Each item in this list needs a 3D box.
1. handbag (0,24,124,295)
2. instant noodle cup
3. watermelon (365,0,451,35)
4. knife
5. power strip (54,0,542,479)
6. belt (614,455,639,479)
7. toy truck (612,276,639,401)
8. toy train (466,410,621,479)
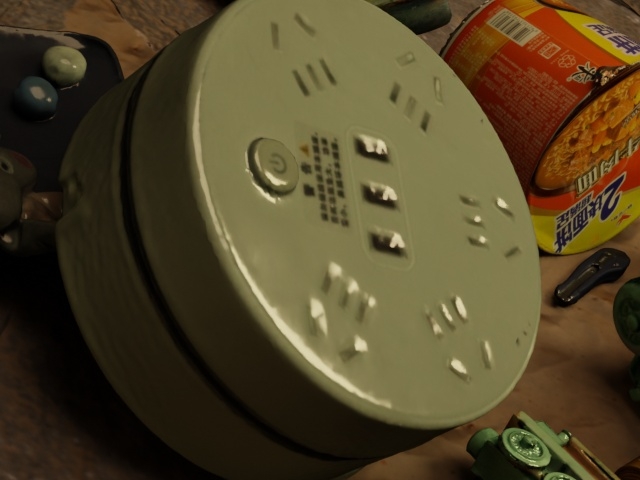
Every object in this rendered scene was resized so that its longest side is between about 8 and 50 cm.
[{"bbox_3d":[-0.281,-0.063,1.368,0.326,0.118,0.269,2,43,-28],"label":"handbag"},{"bbox_3d":[0.211,-0.120,1.692,0.213,0.213,0.174,-10,42,-41],"label":"instant noodle cup"},{"bbox_3d":[-0.005,-0.281,1.814,0.175,0.188,0.322,-27,58,3],"label":"watermelon"},{"bbox_3d":[0.239,0.034,1.664,0.031,0.018,0.121,37,38,16],"label":"knife"},{"bbox_3d":[0.000,0.000,1.324,0.357,0.161,0.357,25,52,-35],"label":"power strip"},{"bbox_3d":[0.257,0.205,1.428,0.036,0.059,0.083,-19,67,-44],"label":"belt"},{"bbox_3d":[0.367,0.073,1.484,0.155,0.279,0.156,-14,84,-31],"label":"toy truck"},{"bbox_3d":[0.191,0.197,1.385,0.118,0.074,0.176,-10,45,-47],"label":"toy train"}]
